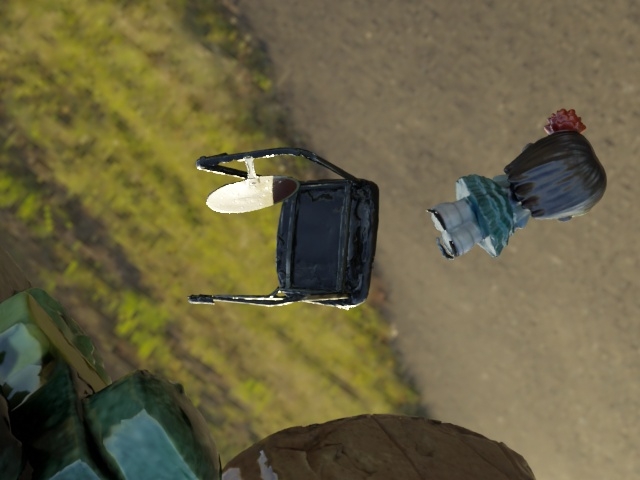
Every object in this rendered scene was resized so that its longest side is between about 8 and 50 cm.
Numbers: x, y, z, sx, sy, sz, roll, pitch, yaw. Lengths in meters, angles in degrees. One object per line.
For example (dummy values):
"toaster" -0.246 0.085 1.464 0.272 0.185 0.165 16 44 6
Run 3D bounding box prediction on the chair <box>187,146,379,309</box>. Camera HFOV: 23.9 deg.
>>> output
"chair" 0.000 0.000 1.428 0.145 0.140 0.221 0 173 41

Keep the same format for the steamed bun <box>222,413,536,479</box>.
"steamed bun" 0.049 0.269 1.072 0.301 0.199 0.251 12 -143 -39

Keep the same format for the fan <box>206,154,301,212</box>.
"fan" -0.058 -0.048 1.300 0.133 0.085 0.005 90 168 -72

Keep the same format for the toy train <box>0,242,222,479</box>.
"toy train" -0.228 0.155 0.664 0.160 0.397 0.253 55 -177 -28

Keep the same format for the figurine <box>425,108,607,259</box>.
"figurine" 0.111 -0.029 0.852 0.060 0.106 0.047 62 170 9
